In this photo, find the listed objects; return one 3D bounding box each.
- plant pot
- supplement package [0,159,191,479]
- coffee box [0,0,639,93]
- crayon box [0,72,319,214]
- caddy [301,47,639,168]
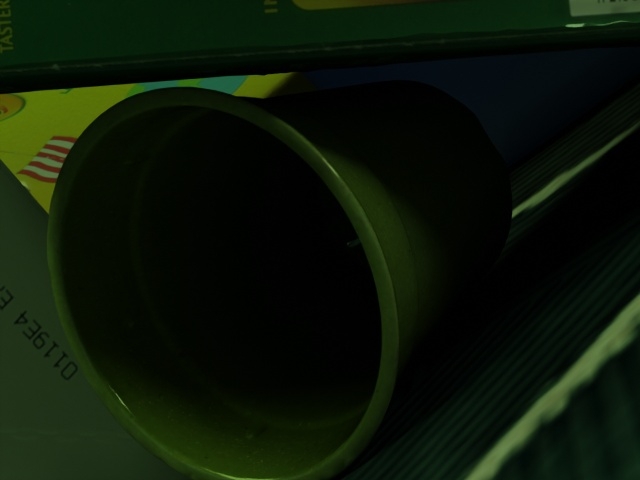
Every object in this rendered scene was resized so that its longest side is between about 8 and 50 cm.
[{"bbox_3d":[0.000,0.000,0.384,0.083,0.083,0.079,-39,-7,37],"label":"plant pot"},{"bbox_3d":[-0.134,0.056,0.530,0.134,0.139,0.244,-43,3,-15],"label":"supplement package"},{"bbox_3d":[0.006,-0.055,0.375,0.184,0.040,0.113,-5,5,-2],"label":"coffee box"},{"bbox_3d":[-0.063,-0.064,0.796,0.202,0.081,0.318,10,40,36],"label":"crayon box"},{"bbox_3d":[0.085,-0.169,0.538,0.341,0.179,0.241,-37,8,47],"label":"caddy"}]
